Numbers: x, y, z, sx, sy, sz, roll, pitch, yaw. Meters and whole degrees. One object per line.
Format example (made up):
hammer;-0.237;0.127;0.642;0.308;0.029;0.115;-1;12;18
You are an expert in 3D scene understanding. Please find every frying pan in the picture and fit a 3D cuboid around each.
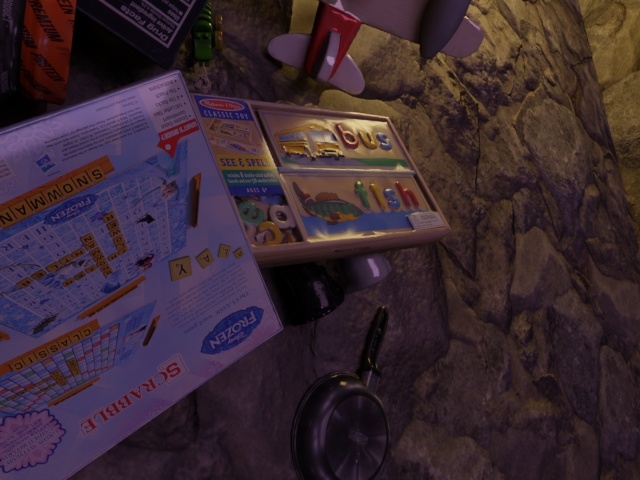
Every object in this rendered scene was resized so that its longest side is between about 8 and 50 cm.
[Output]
frying pan;0.082;0.279;0.786;0.326;0.053;0.197;-39;104;-37

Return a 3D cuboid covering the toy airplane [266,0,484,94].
toy airplane;0.063;-0.440;0.772;0.386;0.272;0.384;-26;103;-13

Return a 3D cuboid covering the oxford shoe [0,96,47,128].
oxford shoe;-0.355;-0.132;0.521;0.098;0.096;0.271;72;24;-52

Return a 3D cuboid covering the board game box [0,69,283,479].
board game box;-0.225;0.042;0.460;0.318;0.066;0.318;-31;119;-26

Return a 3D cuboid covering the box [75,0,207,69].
box;-0.239;-0.414;0.537;0.296;0.183;0.294;30;99;-31

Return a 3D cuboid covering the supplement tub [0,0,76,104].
supplement tub;-0.372;-0.220;0.347;0.338;0.207;0.207;5;74;-30

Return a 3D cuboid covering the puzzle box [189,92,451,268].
puzzle box;0.010;-0.102;0.758;0.409;0.052;0.272;-6;62;-38

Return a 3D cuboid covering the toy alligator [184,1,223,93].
toy alligator;-0.175;-0.305;0.703;0.056;0.051;0.190;-2;59;-9

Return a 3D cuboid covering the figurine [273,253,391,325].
figurine;0.000;0.000;0.773;0.215;0.092;0.209;-24;89;-43
